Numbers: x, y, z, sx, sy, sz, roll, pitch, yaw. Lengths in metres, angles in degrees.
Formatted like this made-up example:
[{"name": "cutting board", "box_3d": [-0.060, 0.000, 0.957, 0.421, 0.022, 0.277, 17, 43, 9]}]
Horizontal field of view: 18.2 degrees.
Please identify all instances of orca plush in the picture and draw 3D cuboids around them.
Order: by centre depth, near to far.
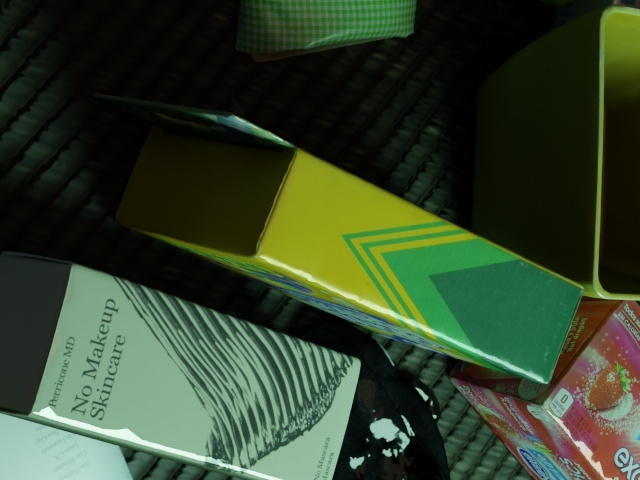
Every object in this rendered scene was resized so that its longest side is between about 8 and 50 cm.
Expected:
[{"name": "orca plush", "box_3d": [0.058, 0.204, 1.543, 0.151, 0.102, 0.287, -11, 103, -32]}]

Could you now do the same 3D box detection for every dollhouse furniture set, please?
[{"name": "dollhouse furniture set", "box_3d": [0.091, -0.247, 1.469, 0.301, 0.151, 0.198, -15, 105, -31]}]

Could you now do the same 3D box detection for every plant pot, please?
[{"name": "plant pot", "box_3d": [0.232, -0.056, 1.559, 0.212, 0.187, 0.212, 4, 86, -34]}]

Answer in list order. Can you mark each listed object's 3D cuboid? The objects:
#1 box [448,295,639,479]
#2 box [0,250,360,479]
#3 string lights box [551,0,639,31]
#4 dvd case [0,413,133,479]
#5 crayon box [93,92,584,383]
[{"name": "box", "box_3d": [0.241, 0.159, 1.642, 0.123, 0.128, 0.257, -50, 119, -17]}, {"name": "box", "box_3d": [-0.107, 0.098, 1.404, 0.275, 0.094, 0.113, 20, 81, -41]}, {"name": "string lights box", "box_3d": [0.321, -0.206, 1.672, 0.259, 0.076, 0.133, 7, 95, -34]}, {"name": "dvd case", "box_3d": [-0.226, 0.166, 1.399, 0.180, 0.022, 0.253, -31, 113, -26]}, {"name": "crayon box", "box_3d": [0.000, 0.000, 1.415, 0.323, 0.203, 0.083, 25, 84, -33]}]
